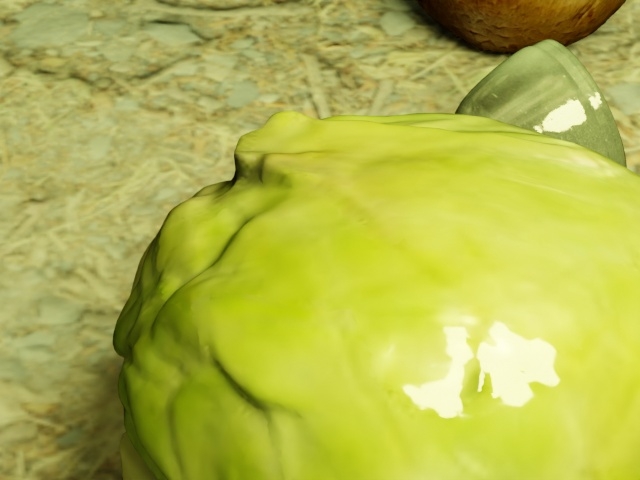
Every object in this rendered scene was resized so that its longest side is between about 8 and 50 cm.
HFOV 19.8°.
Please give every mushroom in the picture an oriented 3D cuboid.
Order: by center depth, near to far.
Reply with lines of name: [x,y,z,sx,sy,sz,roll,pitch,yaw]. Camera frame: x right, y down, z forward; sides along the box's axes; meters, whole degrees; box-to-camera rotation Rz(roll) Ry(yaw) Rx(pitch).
mushroom: [0.142,-0.218,1.356,0.194,0.138,0.231,6,26,28]

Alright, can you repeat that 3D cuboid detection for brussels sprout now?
brussels sprout: [0.056,0.075,0.905,0.328,0.247,0.328,-4,24,2]

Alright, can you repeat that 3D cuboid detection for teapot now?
teapot: [0.136,-0.044,1.175,0.108,0.149,0.111,-26,5,-8]
